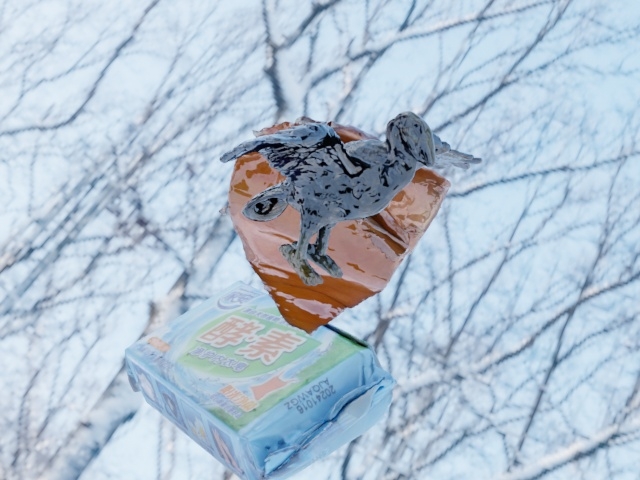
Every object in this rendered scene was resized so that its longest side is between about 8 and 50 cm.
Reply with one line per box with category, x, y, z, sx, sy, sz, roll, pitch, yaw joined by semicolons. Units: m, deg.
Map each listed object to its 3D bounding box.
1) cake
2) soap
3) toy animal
cake;0.002;-0.006;0.884;0.135;0.098;0.287;20;-17;1
soap;-0.061;0.128;1.152;0.293;0.156;0.077;23;-43;52
toy animal;0.012;-0.030;0.643;0.062;0.220;0.108;52;-61;21
